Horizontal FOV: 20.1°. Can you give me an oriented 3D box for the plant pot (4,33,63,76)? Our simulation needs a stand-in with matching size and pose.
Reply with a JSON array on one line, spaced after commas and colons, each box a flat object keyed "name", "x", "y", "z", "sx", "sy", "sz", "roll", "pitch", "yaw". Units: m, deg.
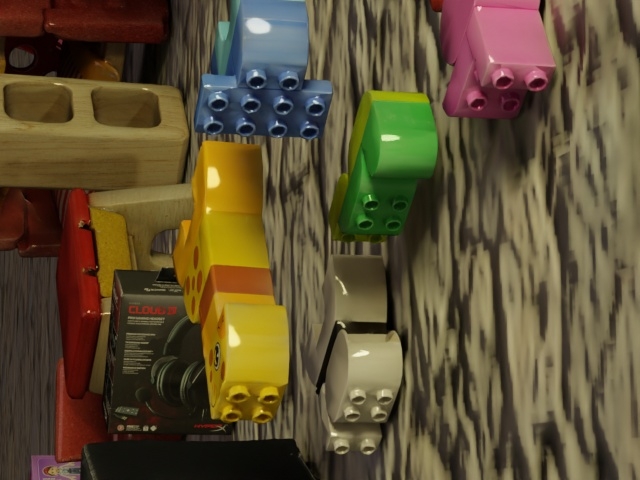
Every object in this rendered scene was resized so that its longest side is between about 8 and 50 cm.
[{"name": "plant pot", "x": -0.238, "y": -0.186, "z": 1.330, "sx": 0.191, "sy": 0.191, "sz": 0.174, "roll": -108, "pitch": 31, "yaw": -54}]

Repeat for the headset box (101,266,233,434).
[{"name": "headset box", "x": -0.071, "y": 0.050, "z": 0.871, "sx": 0.032, "sy": 0.062, "sz": 0.083, "roll": -119, "pitch": 35, "yaw": -63}]

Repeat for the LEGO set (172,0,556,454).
[{"name": "LEGO set", "x": 0.000, "y": 0.000, "z": 0.550, "sx": 0.227, "sy": 0.087, "sz": 0.093, "roll": 106, "pitch": 161, "yaw": -46}]

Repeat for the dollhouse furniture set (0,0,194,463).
[{"name": "dollhouse furniture set", "x": -0.169, "y": -0.016, "z": 1.088, "sx": 0.374, "sy": 0.152, "sz": 0.201, "roll": -104, "pitch": 21, "yaw": -47}]

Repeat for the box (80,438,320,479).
[{"name": "box", "x": -0.041, "y": 0.174, "z": 0.677, "sx": 0.156, "sy": 0.093, "sz": 0.158, "roll": -135, "pitch": 47, "yaw": -71}]

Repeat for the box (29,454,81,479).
[{"name": "box", "x": -0.175, "y": 0.321, "z": 1.255, "sx": 0.293, "sy": 0.057, "sz": 0.201, "roll": -106, "pitch": 22, "yaw": -51}]
